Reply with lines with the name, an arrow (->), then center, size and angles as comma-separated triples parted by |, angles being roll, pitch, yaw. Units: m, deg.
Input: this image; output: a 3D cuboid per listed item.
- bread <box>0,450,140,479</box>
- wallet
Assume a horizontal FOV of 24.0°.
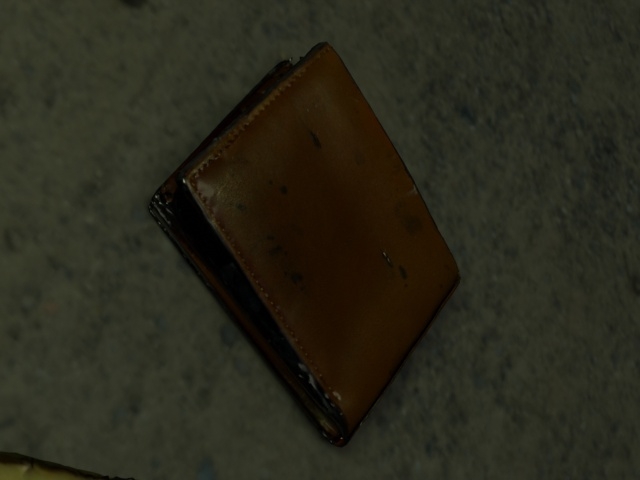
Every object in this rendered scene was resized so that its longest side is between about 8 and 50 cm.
bread -> -0.144, 0.198, 0.592 | 0.178, 0.135, 0.240 | 79, 11, -74
wallet -> -0.002, 0.000, 0.914 | 0.161, 0.042, 0.195 | -49, 115, -36
